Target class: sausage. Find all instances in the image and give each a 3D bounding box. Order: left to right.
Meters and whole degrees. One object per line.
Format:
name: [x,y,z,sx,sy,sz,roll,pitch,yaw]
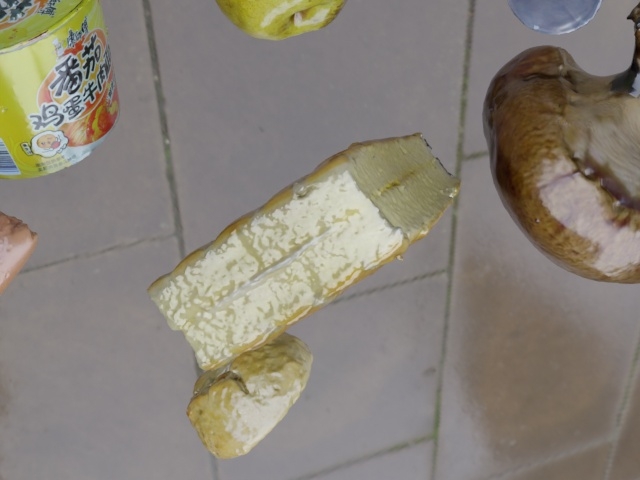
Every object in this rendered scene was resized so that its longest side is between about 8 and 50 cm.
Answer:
sausage: [-0.484,0.085,1.357,0.289,0.086,0.086,-53,134,-4]

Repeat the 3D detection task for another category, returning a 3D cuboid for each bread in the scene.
bread: [-0.125,0.241,1.734,0.134,0.244,0.244,41,104,-13]
bread: [0.000,0.000,0.987,0.239,0.111,0.246,-33,179,23]

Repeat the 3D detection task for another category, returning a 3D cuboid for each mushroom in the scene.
mushroom: [0.279,-0.078,1.005,0.267,0.255,0.267,5,81,-39]

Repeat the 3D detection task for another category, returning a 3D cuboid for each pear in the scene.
pear: [-0.054,-0.363,1.339,0.197,0.197,0.197,-14,133,-16]

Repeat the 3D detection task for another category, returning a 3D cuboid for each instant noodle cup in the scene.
instant noodle cup: [-0.353,-0.211,1.203,0.264,0.264,0.200,-21,136,-10]

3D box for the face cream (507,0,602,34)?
face cream: [0.167,-0.214,0.657,0.144,0.291,0.071,24,131,7]
